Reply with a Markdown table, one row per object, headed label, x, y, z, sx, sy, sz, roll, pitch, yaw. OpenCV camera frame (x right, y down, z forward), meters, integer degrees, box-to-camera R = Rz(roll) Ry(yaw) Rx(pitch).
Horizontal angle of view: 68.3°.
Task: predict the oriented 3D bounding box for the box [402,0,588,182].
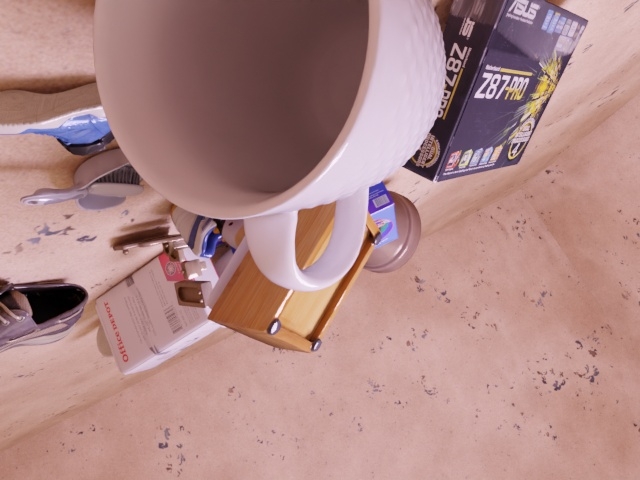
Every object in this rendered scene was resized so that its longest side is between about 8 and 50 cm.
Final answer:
| label | x | y | z | sx | sy | sz | roll | pitch | yaw |
| --- | --- | --- | --- | --- | --- | --- | --- | --- | --- |
| box | 0.335 | -0.288 | 0.898 | 0.395 | 0.097 | 0.318 | -15 | 129 | -45 |

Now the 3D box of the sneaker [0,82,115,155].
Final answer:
| label | x | y | z | sx | sy | sz | roll | pitch | yaw |
| --- | --- | --- | --- | --- | --- | --- | --- | --- | --- |
| sneaker | -0.304 | -0.127 | 0.538 | 0.152 | 0.058 | 0.084 | -27 | 160 | -37 |

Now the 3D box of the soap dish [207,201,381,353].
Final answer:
| label | x | y | z | sx | sy | sz | roll | pitch | yaw |
| --- | --- | --- | --- | --- | --- | --- | --- | --- | --- |
| soap dish | -0.024 | 0.036 | 0.751 | 0.291 | 0.118 | 0.229 | -59 | 151 | -10 |

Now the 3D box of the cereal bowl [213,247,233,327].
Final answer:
| label | x | y | z | sx | sy | sz | roll | pitch | yaw |
| --- | --- | --- | --- | --- | --- | --- | --- | --- | --- |
| cereal bowl | -0.182 | 0.094 | 1.347 | 0.339 | 0.141 | 0.339 | -26 | 150 | -16 |

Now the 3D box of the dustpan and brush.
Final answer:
| label | x | y | z | sx | sy | sz | roll | pitch | yaw |
| --- | --- | --- | --- | --- | --- | --- | --- | --- | --- |
| dustpan and brush | -0.322 | -0.079 | 0.673 | 0.147 | 0.060 | 0.211 | -37 | 165 | 31 |

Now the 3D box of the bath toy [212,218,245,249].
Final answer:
| label | x | y | z | sx | sy | sz | roll | pitch | yaw |
| --- | --- | --- | --- | --- | --- | --- | --- | --- | --- |
| bath toy | -0.141 | -0.089 | 0.716 | 0.129 | 0.151 | 0.348 | -9 | 145 | 13 |

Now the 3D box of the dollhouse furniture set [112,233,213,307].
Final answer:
| label | x | y | z | sx | sy | sz | roll | pitch | yaw |
| --- | --- | --- | --- | --- | --- | --- | --- | --- | --- |
| dollhouse furniture set | -0.313 | 0.070 | 0.945 | 0.123 | 0.151 | 0.144 | -15 | -172 | -43 |

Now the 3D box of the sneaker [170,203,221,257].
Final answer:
| label | x | y | z | sx | sy | sz | roll | pitch | yaw |
| --- | --- | --- | --- | --- | --- | --- | --- | --- | --- |
| sneaker | -0.140 | -0.074 | 0.920 | 0.296 | 0.131 | 0.112 | -32 | 165 | 7 |

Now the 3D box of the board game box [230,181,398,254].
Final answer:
| label | x | y | z | sx | sy | sz | roll | pitch | yaw |
| --- | --- | --- | --- | --- | --- | --- | --- | --- | --- |
| board game box | 0.000 | 0.000 | 1.075 | 0.347 | 0.078 | 0.233 | -25 | 159 | 3 |

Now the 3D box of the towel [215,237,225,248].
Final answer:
| label | x | y | z | sx | sy | sz | roll | pitch | yaw |
| --- | --- | --- | --- | --- | --- | --- | --- | --- | --- |
| towel | -0.273 | 0.009 | 1.213 | 0.060 | 0.009 | 0.083 | -25 | 166 | -18 |

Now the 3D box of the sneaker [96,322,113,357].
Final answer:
| label | x | y | z | sx | sy | sz | roll | pitch | yaw |
| --- | --- | --- | --- | --- | --- | --- | --- | --- | --- |
| sneaker | -0.466 | 0.217 | 1.323 | 0.350 | 0.131 | 0.148 | -33 | 162 | 15 |

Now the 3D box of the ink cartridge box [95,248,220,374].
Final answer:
| label | x | y | z | sx | sy | sz | roll | pitch | yaw |
| --- | --- | --- | --- | --- | --- | --- | --- | --- | --- |
| ink cartridge box | -0.379 | 0.165 | 1.146 | 0.283 | 0.207 | 0.117 | -32 | 164 | 16 |

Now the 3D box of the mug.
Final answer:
| label | x | y | z | sx | sy | sz | roll | pitch | yaw |
| --- | --- | --- | --- | --- | --- | --- | --- | --- | --- |
| mug | -0.007 | -0.130 | 0.509 | 0.276 | 0.374 | 0.328 | 5 | -169 | 27 |

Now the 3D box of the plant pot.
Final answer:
| label | x | y | z | sx | sy | sz | roll | pitch | yaw |
| --- | --- | --- | --- | --- | --- | --- | --- | --- | --- |
| plant pot | 0.134 | -0.049 | 1.412 | 0.263 | 0.263 | 0.229 | -36 | 146 | 28 |

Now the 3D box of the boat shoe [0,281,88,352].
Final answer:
| label | x | y | z | sx | sy | sz | roll | pitch | yaw |
| --- | --- | --- | --- | --- | --- | --- | --- | --- | --- |
| boat shoe | -0.578 | 0.132 | 0.843 | 0.130 | 0.132 | 0.355 | -44 | 171 | 17 |
